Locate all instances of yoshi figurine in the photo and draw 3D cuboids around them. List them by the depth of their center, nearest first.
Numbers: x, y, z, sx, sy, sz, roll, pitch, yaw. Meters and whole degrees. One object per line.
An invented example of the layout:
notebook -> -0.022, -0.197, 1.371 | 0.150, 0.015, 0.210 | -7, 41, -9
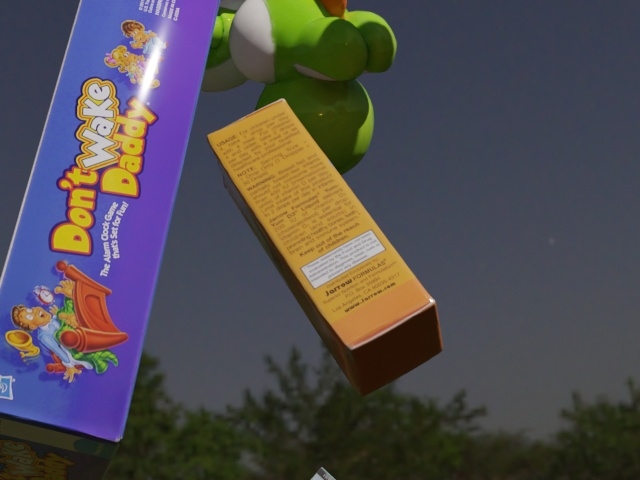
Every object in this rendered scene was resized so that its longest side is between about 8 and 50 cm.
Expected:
yoshi figurine -> -0.074, -0.152, 1.312 | 0.362, 0.204, 0.203 | 17, -27, 48

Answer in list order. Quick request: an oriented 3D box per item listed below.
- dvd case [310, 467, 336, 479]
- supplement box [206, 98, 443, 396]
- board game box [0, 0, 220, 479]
dvd case -> -0.008, 0.293, 1.349 | 0.119, 0.087, 0.013 | -47, -25, -5
supplement box -> 0.000, 0.000, 1.049 | 0.080, 0.233, 0.078 | -30, -33, -10
board game box -> -0.139, -0.011, 0.839 | 0.078, 0.347, 0.233 | 15, -30, -10
